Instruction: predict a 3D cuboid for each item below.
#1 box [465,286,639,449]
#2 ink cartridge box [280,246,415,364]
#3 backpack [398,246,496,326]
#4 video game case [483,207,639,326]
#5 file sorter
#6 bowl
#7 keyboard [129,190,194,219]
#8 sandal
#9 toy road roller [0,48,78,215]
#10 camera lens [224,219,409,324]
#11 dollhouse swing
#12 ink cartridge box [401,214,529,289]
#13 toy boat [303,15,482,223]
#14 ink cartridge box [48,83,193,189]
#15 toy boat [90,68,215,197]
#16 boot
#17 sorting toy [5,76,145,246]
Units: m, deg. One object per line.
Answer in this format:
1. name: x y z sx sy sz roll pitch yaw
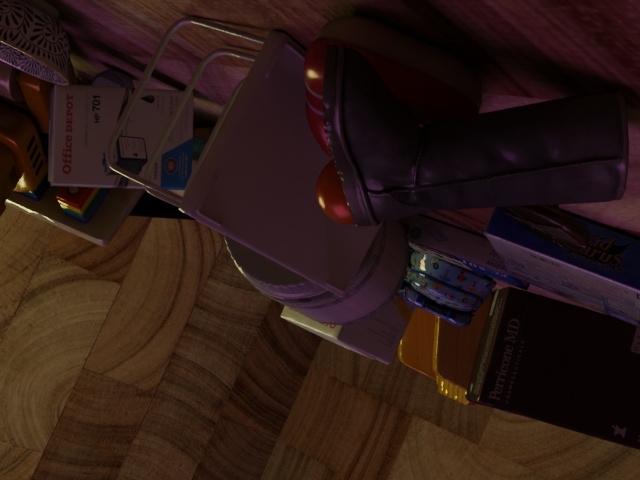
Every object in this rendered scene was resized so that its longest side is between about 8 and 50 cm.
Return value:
1. box: 0.441 0.214 1.640 0.381 0.191 0.143 15 174 3
2. ink cartridge box: 0.072 0.086 1.970 0.171 0.233 0.168 18 172 47
3. backpack: 0.216 0.074 1.779 0.158 0.117 0.173 25 -179 -3
4. video game case: 0.349 0.041 1.269 0.269 0.061 0.244 22 173 21
5. file sorter: -0.063 -0.091 1.124 0.173 0.193 0.277 24 175 38
6. bowl: -0.381 -0.270 1.319 0.170 0.080 0.170 24 175 2
7. keyboard: -0.223 -0.098 1.869 0.317 0.033 0.202 4 -138 -22
8. sandal: 0.208 -0.051 1.068 0.090 0.060 0.219 32 -174 -20
9. toy road roller: -0.493 -0.175 1.531 0.202 0.241 0.329 23 156 6
10. camera lens: 0.000 0.000 1.531 0.219 0.219 0.274 22 174 22
11. dollhouse swing: 0.180 0.188 2.315 0.304 0.315 0.347 4 178 -10
12. ink cartridge box: 0.225 0.015 1.626 0.207 0.046 0.097 20 174 31
13. toy boat: 0.044 -0.085 0.901 0.151 0.151 0.231 24 174 3
14. ink cartridge box: -0.278 -0.142 1.449 0.190 0.140 0.082 0 -177 -19
15. toy boat: -0.224 -0.148 1.622 0.318 0.148 0.267 19 -177 -33
16. boot: 0.115 -0.080 0.755 0.208 0.076 0.190 -3 147 14
17. sorting toy: -0.410 -0.156 1.754 0.257 0.255 0.089 22 155 16
